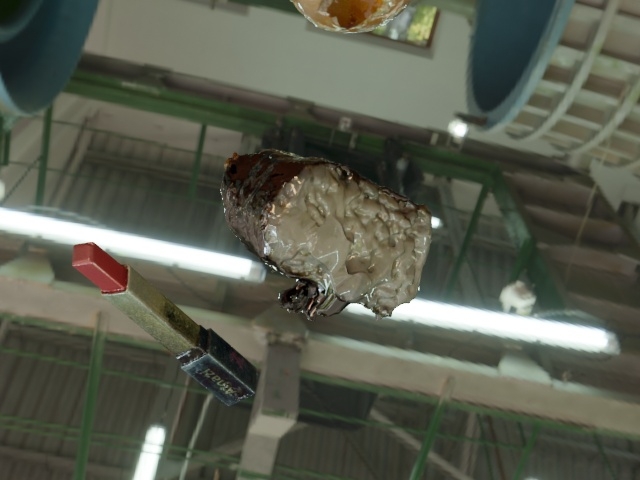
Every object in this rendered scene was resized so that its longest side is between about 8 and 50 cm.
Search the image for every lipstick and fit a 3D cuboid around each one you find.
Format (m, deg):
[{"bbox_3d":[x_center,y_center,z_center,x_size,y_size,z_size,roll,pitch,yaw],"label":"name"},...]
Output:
[{"bbox_3d":[-0.196,0.107,1.114,0.312,0.051,0.051,47,-152,-34],"label":"lipstick"}]

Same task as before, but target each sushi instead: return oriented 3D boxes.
[{"bbox_3d":[0.000,0.000,1.311,0.348,0.234,0.207,29,174,-41],"label":"sushi"}]

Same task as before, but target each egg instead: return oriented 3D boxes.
[{"bbox_3d":[0.061,-0.415,1.314,0.233,0.195,0.195,-18,-146,-11],"label":"egg"}]
